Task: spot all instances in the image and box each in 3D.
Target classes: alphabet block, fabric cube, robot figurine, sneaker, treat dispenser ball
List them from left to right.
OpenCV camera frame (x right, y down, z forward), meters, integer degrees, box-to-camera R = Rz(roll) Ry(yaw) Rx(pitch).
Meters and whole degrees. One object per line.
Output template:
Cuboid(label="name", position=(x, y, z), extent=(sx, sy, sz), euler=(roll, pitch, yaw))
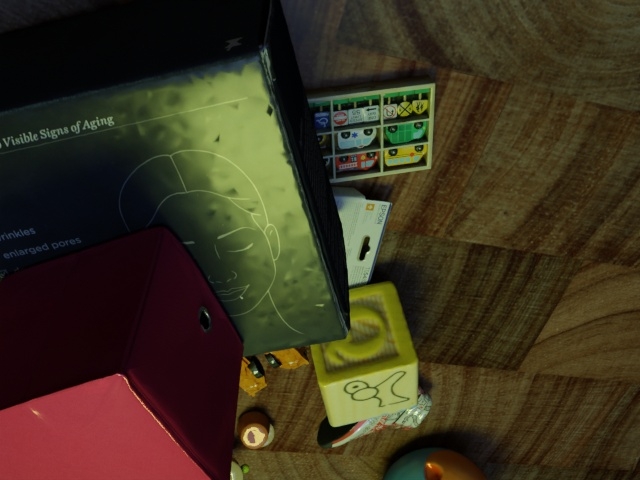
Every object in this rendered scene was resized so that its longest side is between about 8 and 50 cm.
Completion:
Cuboid(label="fabric cube", position=(-0.267, 0.180, 0.917), extent=(0.259, 0.258, 0.254), euler=(-18, 125, 12))
Cuboid(label="robot figurine", position=(-0.159, 0.173, 1.383), extent=(0.211, 0.085, 0.291), euler=(-32, 124, 9))
Cuboid(label="alphabet block", position=(0.080, 0.224, 1.417), extent=(0.193, 0.193, 0.197), euler=(-14, 143, -3))
Cuboid(label="sneaker", position=(0.129, 0.413, 1.656), extent=(0.270, 0.090, 0.145), euler=(-43, 120, 16))
Cuboid(label="treat dispenser ball", position=(0.276, 0.643, 1.731), extent=(0.288, 0.288, 0.288), euler=(-6, 127, -8))

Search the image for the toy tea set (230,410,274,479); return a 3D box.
Cuboid(label="toy tea set", position=(-0.272, 0.466, 1.624), extent=(0.336, 0.124, 0.199), euler=(0, 96, -8))

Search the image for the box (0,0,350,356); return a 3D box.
Cuboid(label="box", position=(-0.239, -0.072, 1.063), extent=(0.480, 0.297, 0.471), euler=(-11, 129, 7))

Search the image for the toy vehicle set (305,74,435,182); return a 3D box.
Cuboid(label="toy vehicle set", position=(0.060, -0.184, 1.237), extent=(0.267, 0.035, 0.166), euler=(-9, 127, -5))

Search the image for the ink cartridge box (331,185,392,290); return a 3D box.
Cuboid(label="ink cartridge box", position=(0.000, 0.000, 1.354), extent=(0.224, 0.045, 0.223), euler=(4, 125, -15))
